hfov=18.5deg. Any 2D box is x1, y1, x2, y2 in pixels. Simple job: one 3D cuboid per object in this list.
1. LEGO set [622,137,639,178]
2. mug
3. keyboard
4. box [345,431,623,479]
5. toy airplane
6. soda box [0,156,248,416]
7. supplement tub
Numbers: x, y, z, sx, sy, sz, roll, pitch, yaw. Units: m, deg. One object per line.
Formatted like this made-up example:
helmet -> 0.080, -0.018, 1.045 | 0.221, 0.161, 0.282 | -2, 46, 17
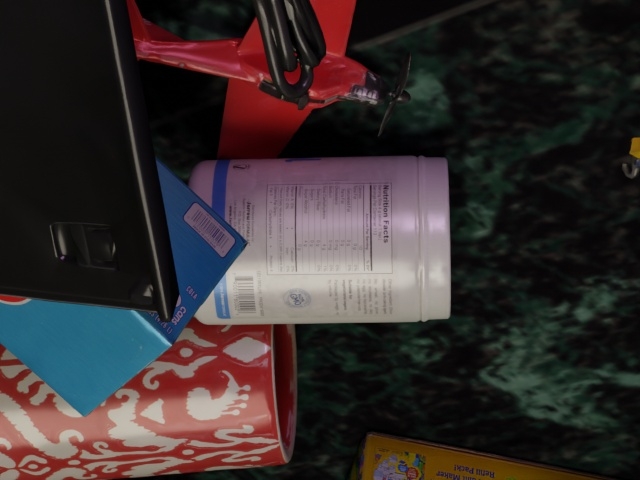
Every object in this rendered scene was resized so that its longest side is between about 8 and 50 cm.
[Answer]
LEGO set -> 0.234, -0.018, 0.696 | 0.255, 0.192, 0.331 | 5, 160, 20
mug -> -0.097, 0.052, 0.904 | 0.169, 0.150, 0.113 | -3, 105, 7
keyboard -> -0.085, -0.116, 0.614 | 0.202, 0.033, 0.317 | 6, 122, 24
box -> 0.064, 0.304, 1.037 | 0.177, 0.279, 0.290 | 12, 143, -5
toy airplane -> -0.036, -0.073, 0.767 | 0.151, 0.028, 0.151 | 5, 144, 4
soda box -> -0.135, -0.035, 0.746 | 0.210, 0.067, 0.071 | 43, 135, -8
supplement tub -> 0.000, 0.000, 0.816 | 0.107, 0.071, 0.071 | -1, 142, 2
